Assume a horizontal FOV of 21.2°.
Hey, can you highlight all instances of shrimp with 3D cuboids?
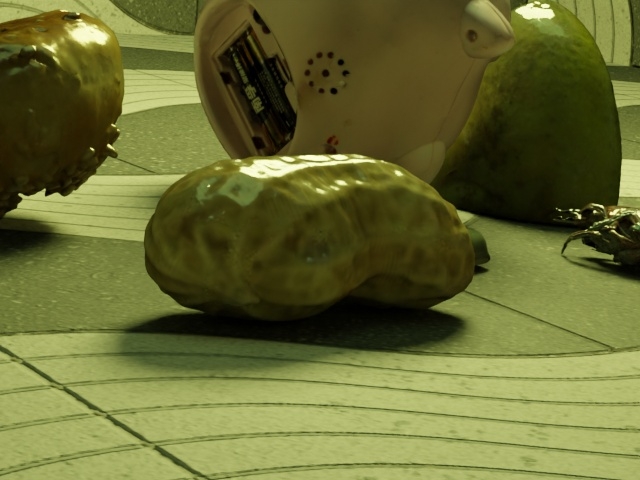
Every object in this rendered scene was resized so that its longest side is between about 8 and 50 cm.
[{"bbox_3d":[0.316,-0.004,1.796,0.190,0.075,0.073,25,53,41],"label":"shrimp"}]

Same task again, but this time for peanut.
[{"bbox_3d":[0.000,0.000,1.465,0.325,0.140,0.153,3,29,-31],"label":"peanut"}]

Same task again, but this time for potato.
[{"bbox_3d":[0.230,-0.161,2.043,0.269,0.255,0.112,14,13,37],"label":"potato"}]

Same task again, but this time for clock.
[{"bbox_3d":[0.032,-0.227,1.948,0.250,0.368,0.376,-13,-19,-41],"label":"clock"}]

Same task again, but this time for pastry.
[{"bbox_3d":[-0.341,-0.111,1.712,0.315,0.184,0.284,-19,14,-16],"label":"pastry"}]

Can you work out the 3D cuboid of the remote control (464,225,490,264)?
[{"bbox_3d":[0.040,0.013,1.652,0.309,0.038,0.090,-7,18,-43],"label":"remote control"}]
